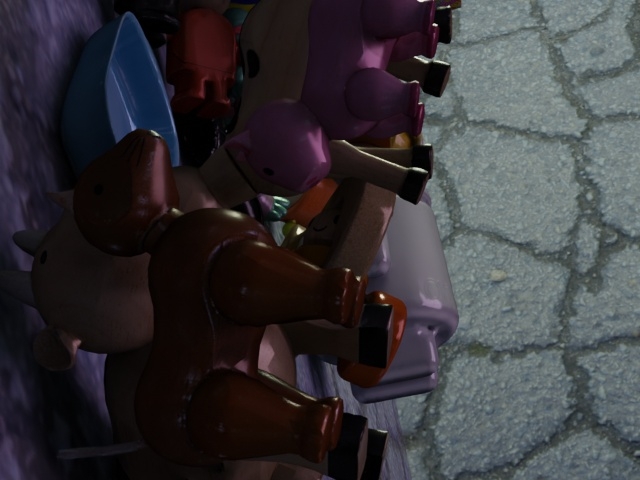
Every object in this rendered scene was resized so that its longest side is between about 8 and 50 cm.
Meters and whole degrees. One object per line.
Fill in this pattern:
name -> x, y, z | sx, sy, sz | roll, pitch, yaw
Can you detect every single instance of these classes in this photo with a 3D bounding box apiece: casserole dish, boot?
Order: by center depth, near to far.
casserole dish -> -0.124, -0.068, 0.713 | 0.188, 0.037, 0.114 | -96, 170, -58
boot -> -0.089, -0.062, 1.004 | 0.099, 0.045, 0.121 | 65, 7, -70

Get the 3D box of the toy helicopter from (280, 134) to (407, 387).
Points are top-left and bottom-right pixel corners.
toy helicopter -> 0.000, 0.000, 1.091 | 0.355, 0.140, 0.235 | 164, -52, -78

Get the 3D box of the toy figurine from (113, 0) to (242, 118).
toy figurine -> -0.049, -0.203, 0.888 | 0.209, 0.213, 0.148 | 50, 36, -68

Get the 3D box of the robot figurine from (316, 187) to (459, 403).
robot figurine -> 0.069, 0.036, 1.549 | 0.300, 0.199, 0.353 | 89, -9, -66

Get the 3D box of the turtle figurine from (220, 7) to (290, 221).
turtle figurine -> -0.062, -0.144, 1.113 | 0.175, 0.118, 0.234 | -70, 165, -52

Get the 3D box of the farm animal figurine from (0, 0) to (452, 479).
farm animal figurine -> -0.051, 0.032, 0.542 | 0.330, 0.172, 0.327 | -62, 159, -61

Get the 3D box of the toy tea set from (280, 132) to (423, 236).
toy tea set -> -0.020, -0.157, 1.401 | 0.124, 0.200, 0.336 | 27, 24, -39

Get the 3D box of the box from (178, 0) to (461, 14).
box -> -0.026, -0.329, 1.082 | 0.290, 0.279, 0.177 | 59, 18, -70
